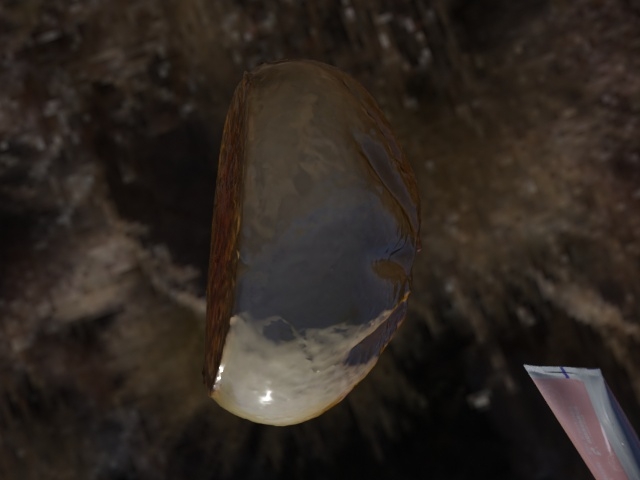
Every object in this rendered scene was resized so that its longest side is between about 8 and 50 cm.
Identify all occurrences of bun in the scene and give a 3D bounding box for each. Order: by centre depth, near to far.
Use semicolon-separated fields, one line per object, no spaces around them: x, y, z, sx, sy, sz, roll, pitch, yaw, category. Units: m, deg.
0.000;0.000;1.525;0.164;0.299;0.299;5;170;-9;bun

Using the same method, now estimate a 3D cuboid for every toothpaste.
0.218;0.159;1.410;0.067;0.194;0.043;1;-135;43;toothpaste
